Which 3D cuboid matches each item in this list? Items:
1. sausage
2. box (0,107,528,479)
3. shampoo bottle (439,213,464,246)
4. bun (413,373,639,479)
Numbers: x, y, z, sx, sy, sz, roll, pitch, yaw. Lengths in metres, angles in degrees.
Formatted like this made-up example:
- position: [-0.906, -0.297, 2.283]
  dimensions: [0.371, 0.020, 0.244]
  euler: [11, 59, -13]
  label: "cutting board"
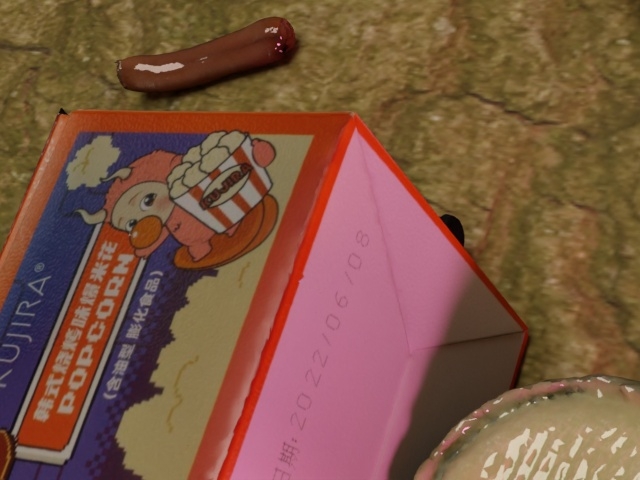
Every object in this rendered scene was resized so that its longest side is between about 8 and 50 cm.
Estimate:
- position: [-0.106, -0.171, 1.545]
  dimensions: [0.177, 0.047, 0.040]
  euler: [-13, 66, 21]
  label: "sausage"
- position: [-0.064, 0.133, 1.140]
  dimensions: [0.257, 0.318, 0.348]
  euler: [3, 63, 34]
  label: "box"
- position: [0.000, 0.000, 1.348]
  dimensions: [0.246, 0.080, 0.079]
  euler: [0, 62, 32]
  label: "shampoo bottle"
- position: [0.172, 0.214, 1.054]
  dimensions: [0.259, 0.152, 0.259]
  euler: [-15, 57, 24]
  label: "bun"
